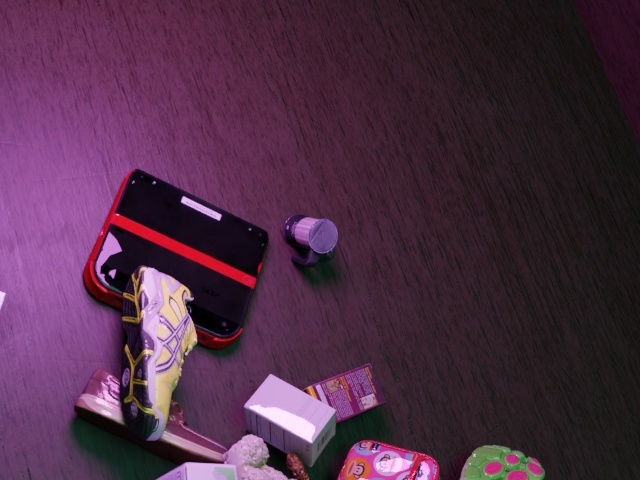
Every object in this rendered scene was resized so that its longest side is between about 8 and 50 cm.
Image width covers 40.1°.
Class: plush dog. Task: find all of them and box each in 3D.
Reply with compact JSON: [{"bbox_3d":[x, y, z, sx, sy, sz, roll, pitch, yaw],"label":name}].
[{"bbox_3d":[-0.101,0.559,1.822,0.225,0.210,0.262,23,88,-53],"label":"plush dog"}]

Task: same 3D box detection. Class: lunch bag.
[{"bbox_3d":[0.150,0.604,1.929,0.258,0.120,0.293,10,52,22],"label":"lunch bag"}]

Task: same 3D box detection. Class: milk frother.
[{"bbox_3d":[0.000,0.000,2.199,0.143,0.134,0.129,-6,101,-29],"label":"milk frother"}]

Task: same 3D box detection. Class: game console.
[{"bbox_3d":[-0.327,0.044,2.049,0.386,0.060,0.342,26,53,-17],"label":"game console"}]

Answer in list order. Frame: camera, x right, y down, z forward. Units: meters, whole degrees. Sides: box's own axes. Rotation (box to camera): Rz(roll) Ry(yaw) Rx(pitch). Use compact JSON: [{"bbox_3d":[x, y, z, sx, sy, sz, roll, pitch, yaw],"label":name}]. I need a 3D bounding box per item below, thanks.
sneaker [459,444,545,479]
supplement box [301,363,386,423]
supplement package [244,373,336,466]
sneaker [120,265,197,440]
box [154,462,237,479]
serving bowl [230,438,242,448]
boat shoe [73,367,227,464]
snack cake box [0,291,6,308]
[{"bbox_3d":[0.393,0.659,2.103,0.185,0.202,0.483,23,32,26],"label":"sneaker"},{"bbox_3d":[0.048,0.376,2.079,0.188,0.081,0.104,-15,75,-33],"label":"supplement box"},{"bbox_3d":[-0.067,0.398,1.942,0.179,0.105,0.105,26,51,21],"label":"supplement package"},{"bbox_3d":[-0.323,0.226,1.805,0.147,0.145,0.385,17,51,-29],"label":"sneaker"},{"bbox_3d":[-0.259,0.586,1.681,0.126,0.231,0.262,15,52,-38],"label":"box"},{"bbox_3d":[-0.168,0.483,1.936,0.083,0.027,0.083,13,61,-24],"label":"serving bowl"},{"bbox_3d":[-0.337,0.372,1.841,0.342,0.123,0.123,26,58,-9],"label":"boat shoe"},{"bbox_3d":[-0.733,0.209,1.708,0.152,0.089,0.264,21,58,-22],"label":"snack cake box"}]
